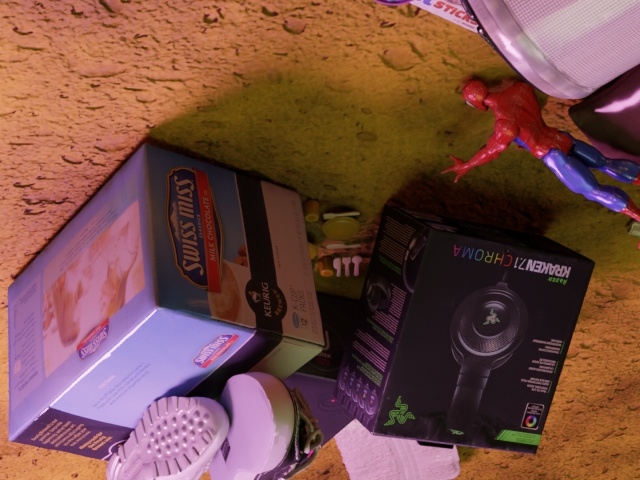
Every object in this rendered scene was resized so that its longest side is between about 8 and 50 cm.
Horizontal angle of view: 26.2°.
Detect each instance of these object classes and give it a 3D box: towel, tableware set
[{"bbox_3d":[0.124,0.334,2.218,0.187,0.049,0.282,-13,145,5],"label":"towel"},{"bbox_3d":[0.000,0.000,1.739,0.104,0.024,0.154,-4,146,0],"label":"tableware set"}]

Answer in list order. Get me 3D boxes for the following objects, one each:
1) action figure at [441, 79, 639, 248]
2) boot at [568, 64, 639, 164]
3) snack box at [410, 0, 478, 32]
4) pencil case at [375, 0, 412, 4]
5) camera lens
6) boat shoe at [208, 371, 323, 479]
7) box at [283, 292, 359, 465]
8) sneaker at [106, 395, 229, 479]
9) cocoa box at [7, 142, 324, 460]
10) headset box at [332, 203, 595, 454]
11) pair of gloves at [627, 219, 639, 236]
[{"bbox_3d":[0.259,-0.085,1.583,0.280,0.091,0.139,35,148,-14],"label":"action figure"},{"bbox_3d":[0.361,-0.174,1.508,0.207,0.090,0.248,-22,134,33],"label":"boot"},{"bbox_3d":[0.110,-0.264,1.382,0.178,0.022,0.064,18,139,-33],"label":"snack box"},{"bbox_3d":[0.064,-0.284,1.230,0.070,0.151,0.064,5,144,-4],"label":"pencil case"},{"bbox_3d":[0.267,-0.273,1.228,0.274,0.219,0.219,-31,139,29],"label":"camera lens"},{"bbox_3d":[-0.053,0.223,1.570,0.105,0.113,0.306,-12,154,-19],"label":"boat shoe"},{"bbox_3d":[-0.054,0.200,1.905,0.165,0.143,0.270,13,139,-28],"label":"box"},{"bbox_3d":[-0.162,0.241,1.602,0.095,0.090,0.235,1,152,-37],"label":"sneaker"},{"bbox_3d":[-0.198,0.091,1.640,0.228,0.231,0.347,18,138,-34],"label":"cocoa box"},{"bbox_3d":[0.174,0.122,1.726,0.246,0.131,0.283,12,101,-25],"label":"headset box"},{"bbox_3d":[0.535,-0.041,1.754,0.204,0.042,0.240,22,133,-17],"label":"pair of gloves"}]
